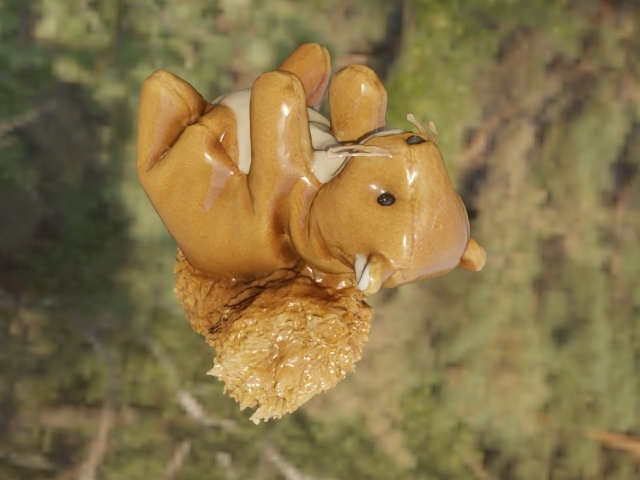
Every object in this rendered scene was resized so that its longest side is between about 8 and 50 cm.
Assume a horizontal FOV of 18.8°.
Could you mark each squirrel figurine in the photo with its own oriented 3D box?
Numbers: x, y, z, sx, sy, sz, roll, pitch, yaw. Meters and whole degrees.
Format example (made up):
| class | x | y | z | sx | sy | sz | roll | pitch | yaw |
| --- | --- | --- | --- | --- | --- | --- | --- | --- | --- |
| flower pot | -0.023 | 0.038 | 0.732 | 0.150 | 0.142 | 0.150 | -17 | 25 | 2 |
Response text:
| class | x | y | z | sx | sy | sz | roll | pitch | yaw |
| --- | --- | --- | --- | --- | --- | --- | --- | --- | --- |
| squirrel figurine | 0.000 | 0.000 | 2.149 | 0.281 | 0.370 | 0.397 | -7 | 114 | -48 |
